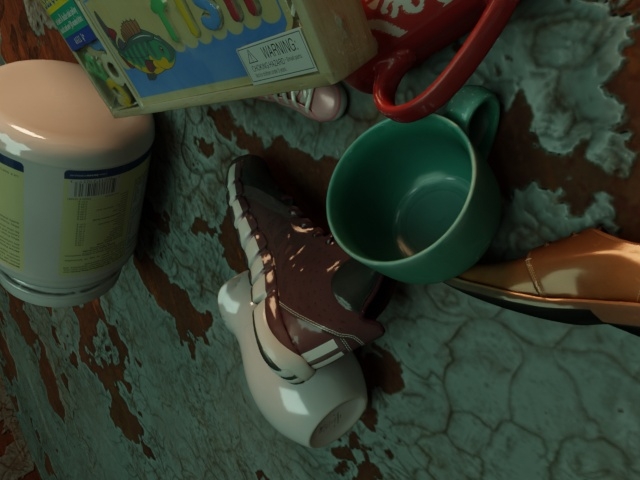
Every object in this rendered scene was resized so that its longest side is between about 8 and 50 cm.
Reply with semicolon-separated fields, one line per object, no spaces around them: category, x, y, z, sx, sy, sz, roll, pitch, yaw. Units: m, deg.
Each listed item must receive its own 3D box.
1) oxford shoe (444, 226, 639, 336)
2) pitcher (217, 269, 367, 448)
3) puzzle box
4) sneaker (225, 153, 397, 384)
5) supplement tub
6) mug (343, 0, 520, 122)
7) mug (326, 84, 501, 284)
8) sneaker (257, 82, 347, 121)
oxford shoe;0.192;0.027;0.418;0.212;0.076;0.076;3;78;47
pitcher;-0.037;0.157;0.656;0.207;0.125;0.178;45;153;36
puzzle box;-0.157;-0.245;0.445;0.408;0.052;0.272;9;133;49
sneaker;0.000;0.000;0.575;0.162;0.106;0.282;-23;60;11
supplement tub;-0.393;-0.077;0.813;0.235;0.235;0.325;44;132;23
mug;0.091;-0.182;0.398;0.169;0.113;0.151;-19;98;42
mug;0.095;-0.034;0.443;0.157;0.097;0.130;-27;59;25
sneaker;-0.040;-0.160;0.555;0.134;0.070;0.051;36;126;28
